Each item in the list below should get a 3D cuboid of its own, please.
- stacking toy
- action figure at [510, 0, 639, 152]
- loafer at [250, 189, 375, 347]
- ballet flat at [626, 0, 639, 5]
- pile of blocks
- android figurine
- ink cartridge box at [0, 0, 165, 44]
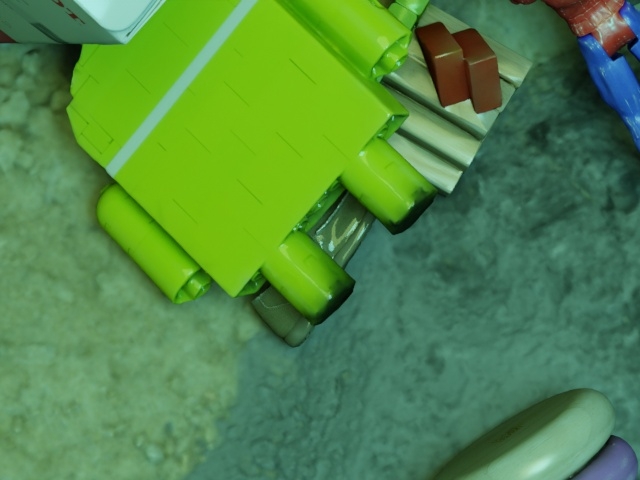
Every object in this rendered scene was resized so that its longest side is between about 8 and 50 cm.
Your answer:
[{"bbox_3d":[0.211,0.266,1.205,0.141,0.141,0.330,-33,91,-8],"label":"stacking toy"},{"bbox_3d":[0.193,-0.146,1.261,0.091,0.139,0.280,-38,116,7],"label":"action figure"},{"bbox_3d":[0.000,0.000,1.257,0.050,0.056,0.148,28,81,-5],"label":"loafer"},{"bbox_3d":[0.263,-0.273,1.324,0.084,0.058,0.250,34,86,-17],"label":"ballet flat"},{"bbox_3d":[0.006,-0.198,1.259,0.149,0.112,0.362,-35,85,-8],"label":"pile of blocks"},{"bbox_3d":[-0.057,-0.080,1.217,0.273,0.056,0.248,43,107,14],"label":"android figurine"},{"bbox_3d":[-0.201,-0.227,1.134,0.207,0.283,0.117,43,77,-23],"label":"ink cartridge box"}]
